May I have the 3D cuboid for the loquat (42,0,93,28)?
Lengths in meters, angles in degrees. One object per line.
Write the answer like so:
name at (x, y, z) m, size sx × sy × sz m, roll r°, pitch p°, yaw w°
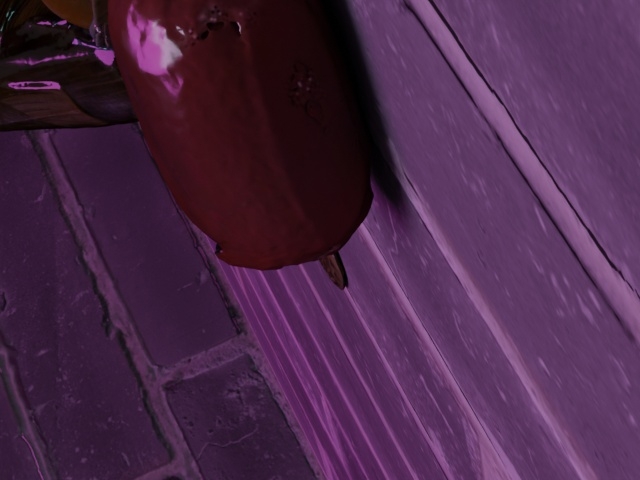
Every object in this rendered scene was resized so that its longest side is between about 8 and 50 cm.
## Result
loquat at (-0.183, -0.274, 1.453) m, size 0.179 × 0.179 × 0.227 m, roll 64°, pitch 166°, yaw 11°

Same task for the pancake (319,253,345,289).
pancake at (-0.001, 0.001, 1.673) m, size 0.115 × 0.011 × 0.115 m, roll 156°, pitch 90°, yaw -83°

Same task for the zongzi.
zongzi at (-0.324, -0.176, 1.810) m, size 0.208 × 0.432 × 0.403 m, roll 63°, pitch 173°, yaw -26°

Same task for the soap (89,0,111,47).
soap at (-0.179, -0.350, 1.182) m, size 0.339 × 0.169 × 0.304 m, roll 64°, pitch 163°, yaw 17°

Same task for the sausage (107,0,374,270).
sausage at (-0.050, -0.095, 1.148) m, size 0.152 × 0.152 × 0.280 m, roll -122°, pitch 10°, yaw -49°
